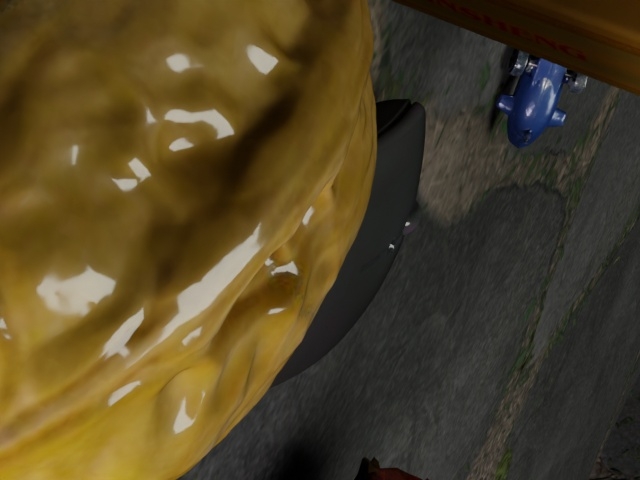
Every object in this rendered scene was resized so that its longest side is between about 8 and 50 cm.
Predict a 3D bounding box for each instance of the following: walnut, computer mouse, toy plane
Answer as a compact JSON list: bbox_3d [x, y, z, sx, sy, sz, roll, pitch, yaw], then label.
[{"bbox_3d":[-0.068,-0.018,0.392,0.207,0.159,0.159,-51,157,-27],"label":"walnut"},{"bbox_3d":[0.001,0.001,0.760,0.232,0.057,0.120,-32,142,-60],"label":"computer mouse"},{"bbox_3d":[0.160,-0.141,1.069,0.062,0.054,0.167,-90,-164,-69],"label":"toy plane"}]

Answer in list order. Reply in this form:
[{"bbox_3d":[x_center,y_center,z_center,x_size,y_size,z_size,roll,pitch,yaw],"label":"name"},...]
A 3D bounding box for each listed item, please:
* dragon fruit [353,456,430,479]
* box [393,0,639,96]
[{"bbox_3d":[0.064,0.288,0.913,0.295,0.295,0.302,62,46,-68],"label":"dragon fruit"},{"bbox_3d":[0.131,-0.215,0.676,0.274,0.174,0.076,-63,163,-8],"label":"box"}]
